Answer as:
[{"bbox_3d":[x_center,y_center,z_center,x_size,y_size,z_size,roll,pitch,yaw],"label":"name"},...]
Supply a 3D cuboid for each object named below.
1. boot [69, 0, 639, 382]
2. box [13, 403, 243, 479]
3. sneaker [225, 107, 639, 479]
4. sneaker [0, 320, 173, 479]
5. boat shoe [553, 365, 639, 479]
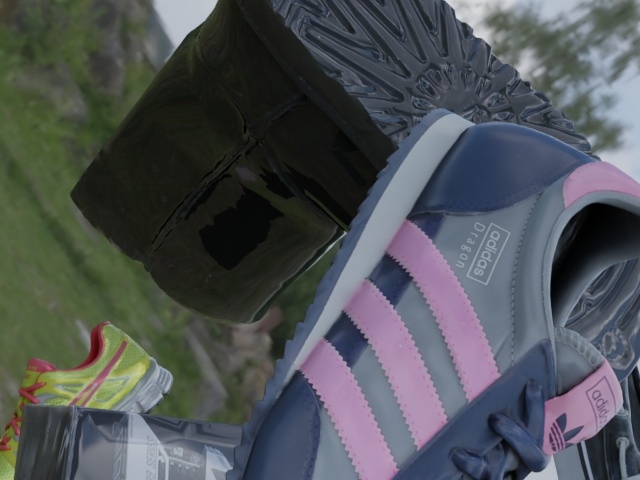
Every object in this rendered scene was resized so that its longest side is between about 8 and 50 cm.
[{"bbox_3d":[-0.001,-0.002,1.002,0.367,0.146,0.445,54,-32,0],"label":"boot"},{"bbox_3d":[-0.041,0.235,0.801,0.307,0.243,0.076,13,-13,-34],"label":"box"},{"bbox_3d":[0.053,0.078,0.564,0.131,0.319,0.112,15,-28,22],"label":"sneaker"},{"bbox_3d":[-0.227,0.147,1.095,0.094,0.208,0.081,56,-26,-12],"label":"sneaker"},{"bbox_3d":[0.271,0.225,1.131,0.113,0.104,0.306,53,21,-36],"label":"boat shoe"}]
